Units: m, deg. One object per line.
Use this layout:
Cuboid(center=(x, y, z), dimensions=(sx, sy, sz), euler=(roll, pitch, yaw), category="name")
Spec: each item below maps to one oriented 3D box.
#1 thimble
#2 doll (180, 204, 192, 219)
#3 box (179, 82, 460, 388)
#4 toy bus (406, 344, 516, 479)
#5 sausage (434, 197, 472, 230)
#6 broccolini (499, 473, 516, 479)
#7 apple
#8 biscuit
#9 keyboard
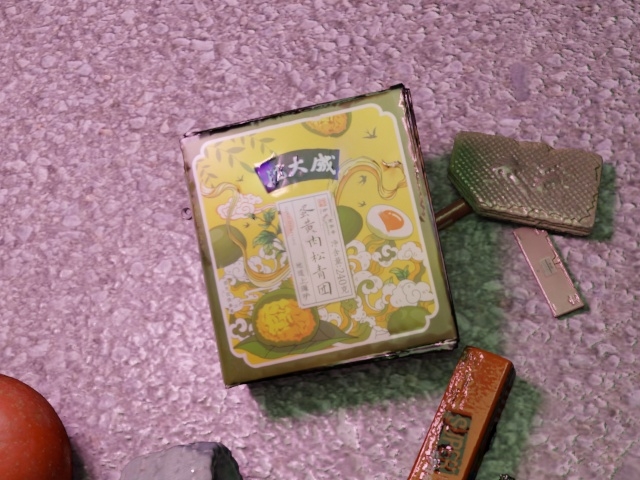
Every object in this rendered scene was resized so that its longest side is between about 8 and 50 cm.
Cuboid(center=(-0.199, 0.426, 1.287), dimensions=(0.172, 0.205, 0.250), euler=(-16, 69, 7), category="thimble")
Cuboid(center=(-0.072, -0.091, 1.539), dimensions=(0.365, 0.094, 0.160), euler=(-13, 94, 9), category="doll")
Cuboid(center=(0.000, 0.000, 1.403), dimensions=(0.373, 0.138, 0.420), euler=(-12, 84, 8), category="box")
Cuboid(center=(0.177, 0.353, 1.298), dimensions=(0.093, 0.092, 0.408), euler=(18, 70, 22), category="toy bus")
Cuboid(center=(0.173, -0.016, 1.498), dimensions=(0.223, 0.029, 0.029), euler=(-32, 63, -2), category="sausage")
Cuboid(center=(0.230, 0.452, 1.274), dimensions=(0.239, 0.051, 0.054), euler=(-62, 25, -10), category="broccolini")
Cuboid(center=(-0.553, 0.368, 1.354), dimensions=(0.349, 0.277, 0.348), euler=(-5, 66, 11), category="apple")
Cuboid(center=(0.336, -0.101, 1.470), dimensions=(0.252, 0.052, 0.150), euler=(13, 64, 12), category="biscuit")
Cuboid(center=(0.371, 0.045, 1.435), dimensions=(0.055, 0.017, 0.166), euler=(-24, 63, 7), category="keyboard")
